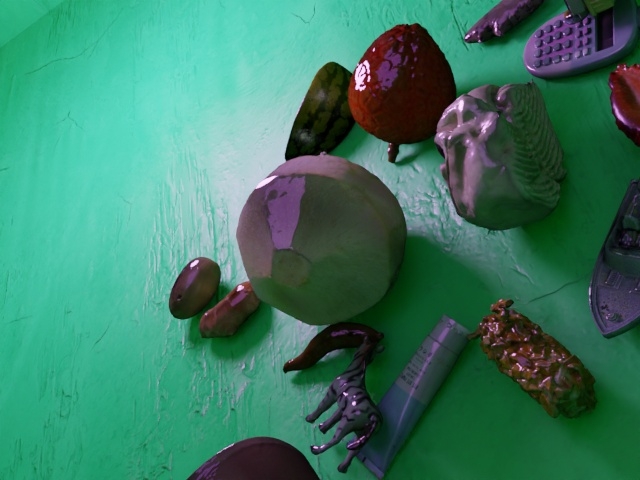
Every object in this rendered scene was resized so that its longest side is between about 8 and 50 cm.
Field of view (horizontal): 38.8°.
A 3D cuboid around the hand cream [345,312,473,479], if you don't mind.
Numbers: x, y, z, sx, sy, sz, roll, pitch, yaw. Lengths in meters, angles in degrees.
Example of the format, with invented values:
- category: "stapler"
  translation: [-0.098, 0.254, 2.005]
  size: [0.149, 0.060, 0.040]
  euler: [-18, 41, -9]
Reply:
- category: "hand cream"
  translation: [0.168, 0.282, 1.660]
  size: [0.312, 0.070, 0.111]
  euler: [-56, 43, 2]

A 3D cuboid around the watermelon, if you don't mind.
- category: "watermelon"
  translation: [0.028, -0.312, 2.217]
  size: [0.128, 0.159, 0.303]
  euler: [24, 74, 8]

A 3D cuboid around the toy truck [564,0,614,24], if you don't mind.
- category: "toy truck"
  translation: [0.568, -0.562, 1.864]
  size: [0.157, 0.124, 0.272]
  euler: [-15, 31, 34]

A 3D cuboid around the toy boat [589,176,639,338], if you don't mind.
- category: "toy boat"
  translation: [0.536, 0.022, 1.516]
  size: [0.141, 0.092, 0.319]
  euler: [12, 68, 46]

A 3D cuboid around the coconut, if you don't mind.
- category: "coconut"
  translation: [0.000, 0.000, 1.828]
  size: [0.353, 0.352, 0.352]
  euler: [-22, 47, 26]

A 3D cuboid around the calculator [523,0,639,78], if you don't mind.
- category: "calculator"
  translation: [0.560, -0.424, 1.881]
  size: [0.299, 0.041, 0.185]
  euler: [-15, 51, 34]

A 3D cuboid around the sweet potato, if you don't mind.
- category: "sweet potato"
  translation: [0.018, 0.207, 1.828]
  size: [0.249, 0.069, 0.059]
  euler: [-24, 6, 25]

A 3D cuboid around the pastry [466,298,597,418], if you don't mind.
- category: "pastry"
  translation: [0.343, 0.191, 1.502]
  size: [0.102, 0.154, 0.250]
  euler: [-47, 44, 2]

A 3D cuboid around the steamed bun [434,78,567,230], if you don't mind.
- category: "steamed bun"
  translation: [0.326, -0.153, 1.719]
  size: [0.206, 0.275, 0.320]
  euler: [-25, 9, 39]

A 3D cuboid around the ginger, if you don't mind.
- category: "ginger"
  translation: [-0.201, 0.161, 2.043]
  size: [0.190, 0.069, 0.095]
  euler: [-43, 20, 6]

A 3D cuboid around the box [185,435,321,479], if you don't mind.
- category: "box"
  translation: [-0.096, 0.506, 1.528]
  size: [0.301, 0.301, 0.216]
  euler: [-46, 46, 1]

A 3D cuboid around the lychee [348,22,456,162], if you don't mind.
- category: "lychee"
  translation: [0.181, -0.319, 1.988]
  size: [0.255, 0.300, 0.255]
  euler: [-6, 34, 4]

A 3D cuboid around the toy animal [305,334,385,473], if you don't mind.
- category: "toy animal"
  translation: [0.044, 0.305, 1.692]
  size: [0.170, 0.090, 0.255]
  euler: [-41, 31, 29]

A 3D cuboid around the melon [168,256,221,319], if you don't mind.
- category: "melon"
  translation: [-0.297, 0.114, 2.137]
  size: [0.099, 0.099, 0.162]
  euler: [24, 81, 47]

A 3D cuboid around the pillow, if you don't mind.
- category: "pillow"
  translation: [0.433, -0.516, 2.050]
  size: [0.241, 0.051, 0.093]
  euler: [-38, 42, 7]

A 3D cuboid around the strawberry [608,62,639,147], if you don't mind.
- category: "strawberry"
  translation: [0.604, -0.234, 1.657]
  size: [0.174, 0.098, 0.228]
  euler: [-49, 38, -4]
